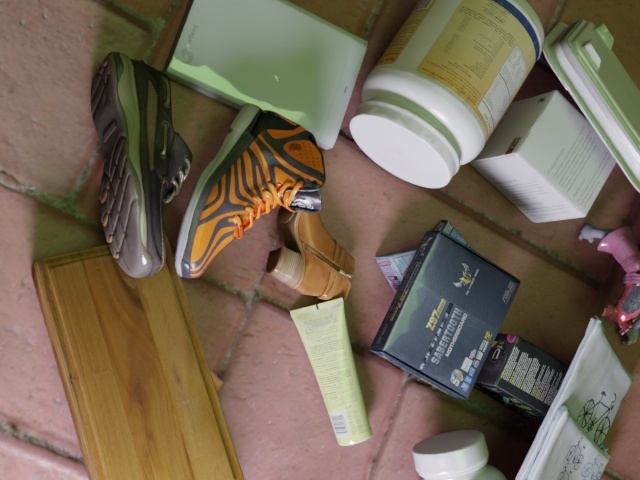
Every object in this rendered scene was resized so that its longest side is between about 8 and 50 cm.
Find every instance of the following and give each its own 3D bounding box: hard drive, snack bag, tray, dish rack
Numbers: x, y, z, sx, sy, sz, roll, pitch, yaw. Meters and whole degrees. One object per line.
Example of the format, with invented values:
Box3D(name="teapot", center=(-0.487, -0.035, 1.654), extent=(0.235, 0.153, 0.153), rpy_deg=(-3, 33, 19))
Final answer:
Box3D(name="hard drive", center=(-0.086, -0.304, 1.671), extent=(0.308, 0.040, 0.203), rpy_deg=(23, 78, -21))
Box3D(name="snack bag", center=(0.464, 0.340, 1.781), extent=(0.342, 0.037, 0.323), rpy_deg=(-61, 143, -13))
Box3D(name="tray", center=(-0.268, 0.205, 1.474), extent=(0.203, 0.076, 0.410), rpy_deg=(-13, 73, -24))
Box3D(name="dish rack", center=(0.539, -0.261, 1.829), extent=(0.333, 0.072, 0.285), rpy_deg=(55, 29, -5))

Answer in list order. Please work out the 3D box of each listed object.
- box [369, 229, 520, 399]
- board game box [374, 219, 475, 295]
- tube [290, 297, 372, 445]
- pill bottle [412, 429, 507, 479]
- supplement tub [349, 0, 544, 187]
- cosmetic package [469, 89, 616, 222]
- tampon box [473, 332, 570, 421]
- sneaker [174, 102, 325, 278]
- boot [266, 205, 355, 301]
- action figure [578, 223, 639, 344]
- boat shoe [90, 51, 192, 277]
Box3D(name="box", center=(0.213, 0.126, 1.699), extent=(0.183, 0.059, 0.232), rpy_deg=(31, 77, -17))
Box3D(name="board game box", center=(0.199, 0.062, 1.762), extent=(0.194, 0.060, 0.194), rpy_deg=(47, 71, -15))
Box3D(name="tube", center=(0.027, 0.219, 1.676), extent=(0.070, 0.062, 0.240), rpy_deg=(-19, 94, -31))
Box3D(name="pill bottle", center=(0.249, 0.483, 1.699), extent=(0.169, 0.169, 0.301), rpy_deg=(-14, 93, -24))
Box3D(name="supplement tub", center=(0.211, -0.269, 1.697), extent=(0.228, 0.228, 0.316), rpy_deg=(39, 73, -17))
Box3D(name="cosmetic package", center=(0.405, -0.148, 1.816), extent=(0.184, 0.151, 0.151), rpy_deg=(40, 72, -17))
Box3D(name="tampon box", center=(0.358, 0.243, 1.787), extent=(0.161, 0.120, 0.101), rpy_deg=(32, 77, -19))
Box3D(name="sneaker", center=(-0.093, -0.062, 1.545), extent=(0.180, 0.124, 0.321), rpy_deg=(23, 65, 4))
Box3D(name="boot", center=(0.000, 0.000, 1.681), extent=(0.152, 0.073, 0.197), rpy_deg=(26, 75, -28))
Box3D(name="action figure", center=(0.643, 0.044, 1.859), extent=(0.248, 0.276, 0.370), rpy_deg=(52, 55, -19))
Box3D(name="boat shoe", center=(-0.255, -0.119, 1.507), extent=(0.130, 0.132, 0.355), rpy_deg=(1, 72, -32))
